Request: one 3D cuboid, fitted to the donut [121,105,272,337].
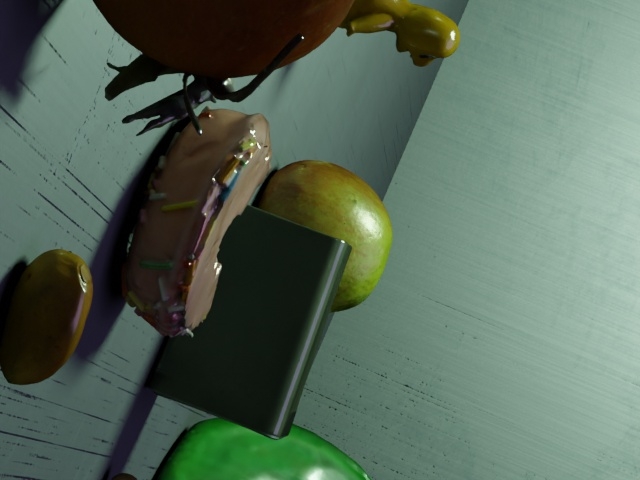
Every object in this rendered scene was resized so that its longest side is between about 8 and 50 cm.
[{"bbox_3d":[-0.121,-0.023,1.830,0.199,0.085,0.233,43,70,-83],"label":"donut"}]

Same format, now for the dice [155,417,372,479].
[{"bbox_3d":[-0.098,0.434,2.585,0.300,0.297,0.287,-60,171,-51],"label":"dice"}]

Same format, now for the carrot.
[{"bbox_3d":[-0.057,-0.209,1.248,0.193,0.214,0.331,-33,160,-27],"label":"carrot"}]

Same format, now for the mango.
[{"bbox_3d":[-0.215,0.062,1.499,0.080,0.060,0.114,-109,-142,-79],"label":"mango"}]

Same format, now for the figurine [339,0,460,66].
[{"bbox_3d":[0.091,-0.278,2.234,0.122,0.176,0.121,-51,-171,45],"label":"figurine"}]

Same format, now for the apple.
[{"bbox_3d":[0.000,0.000,2.450,0.196,0.196,0.196,23,90,-83],"label":"apple"}]

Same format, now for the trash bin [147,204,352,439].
[{"bbox_3d":[-0.078,0.088,2.222,0.122,0.164,0.240,31,78,-83],"label":"trash bin"}]

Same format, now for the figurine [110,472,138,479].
[{"bbox_3d":[-0.224,0.371,2.120,0.274,0.133,0.194,-49,118,-78],"label":"figurine"}]
